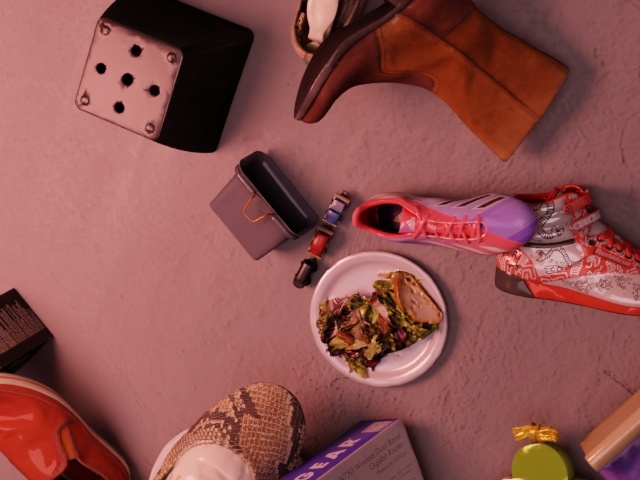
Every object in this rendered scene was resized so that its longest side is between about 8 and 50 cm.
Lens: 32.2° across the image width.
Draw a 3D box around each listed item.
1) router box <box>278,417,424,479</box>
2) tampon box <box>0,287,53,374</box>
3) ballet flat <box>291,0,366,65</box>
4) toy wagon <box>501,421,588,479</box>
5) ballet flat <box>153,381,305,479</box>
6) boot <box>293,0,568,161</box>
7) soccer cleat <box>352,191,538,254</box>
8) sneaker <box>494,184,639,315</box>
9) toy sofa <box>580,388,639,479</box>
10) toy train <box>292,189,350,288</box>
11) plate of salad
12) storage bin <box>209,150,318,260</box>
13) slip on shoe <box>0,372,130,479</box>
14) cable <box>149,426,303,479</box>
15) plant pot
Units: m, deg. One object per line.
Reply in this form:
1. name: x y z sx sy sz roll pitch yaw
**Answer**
1. router box: 0.033 0.448 1.498 0.082 0.335 0.301 -13 100 45
2. tampon box: -0.509 0.163 1.676 0.120 0.161 0.101 -40 89 19
3. ballet flat: 0.035 -0.371 1.429 0.107 0.106 0.316 18 106 11
4. toy wagon: 0.315 0.419 1.518 0.267 0.068 0.344 -3 89 32
5. ballet flat: -0.201 0.398 1.538 0.164 0.182 0.483 44 111 2
6. boot: 0.137 -0.194 1.423 0.280 0.096 0.264 35 97 -19
7. soccer cleat: 0.159 -0.023 1.443 0.248 0.095 0.083 7 103 37
8. sneaker: 0.363 0.010 1.432 0.270 0.090 0.145 8 107 17
9. toy sofa: 0.510 0.356 1.413 0.150 0.177 0.362 -43 89 8
10. toy train: 0.000 0.000 1.560 0.027 0.036 0.158 29 108 8
11. plate of salad: 0.078 0.114 1.559 0.199 0.048 0.200 4 104 15
12. storage bin: -0.088 -0.039 1.552 0.091 0.098 0.135 -41 89 30
13. slip on shoe: -0.405 0.305 1.633 0.123 0.101 0.331 -33 123 14
14. cable: -0.135 0.391 1.662 0.257 0.089 0.257 -28 94 21
15. plant pot: -0.227 -0.224 1.506 0.187 0.167 0.188 24 109 10
